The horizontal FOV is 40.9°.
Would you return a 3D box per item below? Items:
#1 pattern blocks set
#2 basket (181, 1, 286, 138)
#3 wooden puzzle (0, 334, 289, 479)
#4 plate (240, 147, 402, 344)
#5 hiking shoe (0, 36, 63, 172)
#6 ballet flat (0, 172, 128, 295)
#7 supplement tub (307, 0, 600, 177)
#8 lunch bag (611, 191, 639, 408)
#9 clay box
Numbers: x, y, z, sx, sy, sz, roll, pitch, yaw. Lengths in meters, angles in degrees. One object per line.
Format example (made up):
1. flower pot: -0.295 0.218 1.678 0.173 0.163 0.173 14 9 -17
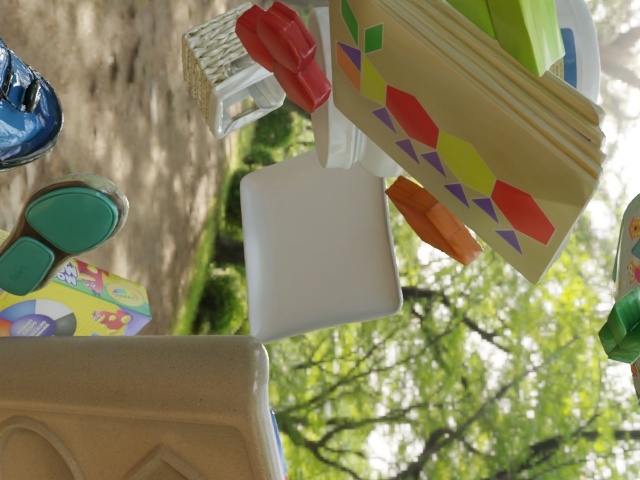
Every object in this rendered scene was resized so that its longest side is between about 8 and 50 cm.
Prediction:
1. pattern blocks set: 0.067 -0.066 0.453 0.325 0.026 0.285 46 -13 9
2. basket: -0.113 -0.221 1.125 0.103 0.113 0.167 59 -13 4
3. wooden puzzle: -0.122 0.237 0.627 0.080 0.322 0.347 -17 99 -53
4. plate: 0.000 0.000 1.271 0.045 0.277 0.278 14 65 -50
5. hiking shoe: -0.242 -0.121 0.506 0.304 0.132 0.113 37 51 -61
6. ballet flat: -0.179 -0.014 0.589 0.057 0.168 0.052 42 44 -21
7. supplement tub: 0.096 -0.124 0.665 0.144 0.200 0.144 175 -90 -84
8. lunch bag: 0.470 0.062 1.089 0.262 0.160 0.223 77 10 -54
9. clay box: -0.292 0.064 0.834 0.222 0.127 0.053 27 29 -43
